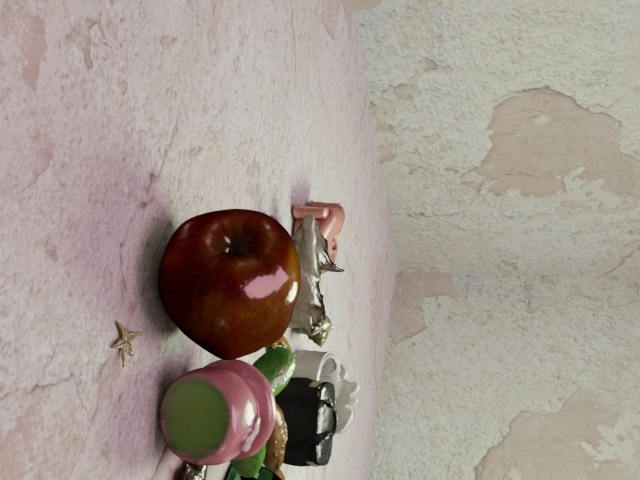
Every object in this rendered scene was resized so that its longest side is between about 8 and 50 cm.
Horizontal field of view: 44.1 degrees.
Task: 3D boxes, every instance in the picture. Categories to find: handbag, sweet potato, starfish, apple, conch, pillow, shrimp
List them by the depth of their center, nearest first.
[{"bbox_3d":[-0.352,0.180,1.435,0.092,0.016,0.086,-38,129,-65],"label":"starfish"},{"bbox_3d":[-0.180,0.084,1.596,0.317,0.288,0.288,93,8,-51],"label":"apple"},{"bbox_3d":[-0.283,0.542,1.649,0.093,0.051,0.241,74,23,-47],"label":"pillow"},{"bbox_3d":[-0.137,0.572,2.120,0.109,0.109,0.386,-67,159,-55],"label":"sweet potato"},{"bbox_3d":[-0.118,0.315,2.297,0.190,0.042,0.101,42,30,-70],"label":"shrimp"},{"bbox_3d":[-0.041,0.530,2.306,0.181,0.181,0.255,32,61,-69],"label":"handbag"},{"bbox_3d":[-0.036,0.243,2.496,0.234,0.114,0.137,59,-12,26],"label":"conch"}]

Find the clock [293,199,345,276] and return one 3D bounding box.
[{"bbox_3d":[0.000,0.000,2.533,0.227,0.142,0.241,-22,116,-74],"label":"clock"}]

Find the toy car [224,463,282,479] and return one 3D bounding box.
[{"bbox_3d":[-0.128,0.677,1.992,0.306,0.125,0.136,58,28,-20],"label":"toy car"}]

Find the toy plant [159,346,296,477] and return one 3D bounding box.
[{"bbox_3d":[-0.195,0.382,1.696,0.356,0.210,0.317,11,97,-75],"label":"toy plant"}]

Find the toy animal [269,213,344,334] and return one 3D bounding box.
[{"bbox_3d":[-0.048,0.105,2.272,0.302,0.194,0.345,35,60,-66],"label":"toy animal"}]

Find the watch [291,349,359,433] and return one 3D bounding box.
[{"bbox_3d":[0.004,0.474,2.496,0.231,0.196,0.244,53,43,-56],"label":"watch"}]
